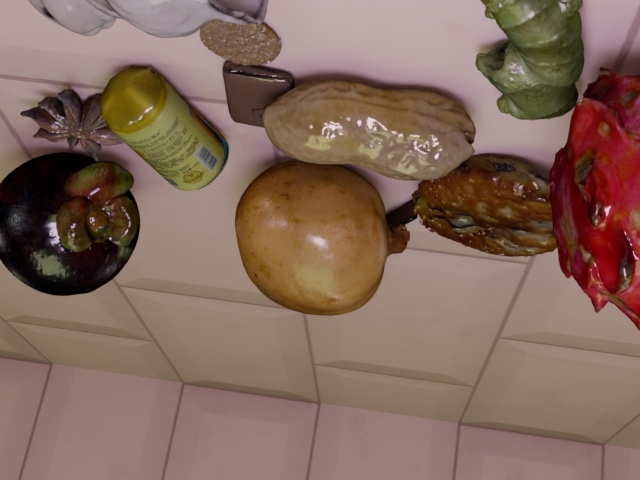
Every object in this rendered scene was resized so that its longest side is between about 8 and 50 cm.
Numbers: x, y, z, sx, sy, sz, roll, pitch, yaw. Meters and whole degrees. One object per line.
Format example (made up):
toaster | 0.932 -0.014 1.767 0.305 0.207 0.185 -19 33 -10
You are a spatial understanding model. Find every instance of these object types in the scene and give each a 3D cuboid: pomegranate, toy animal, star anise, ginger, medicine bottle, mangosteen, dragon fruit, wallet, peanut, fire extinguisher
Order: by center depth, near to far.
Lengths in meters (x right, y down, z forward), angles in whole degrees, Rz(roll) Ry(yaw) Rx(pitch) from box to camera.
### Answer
toy animal | -0.235 -0.329 1.081 0.357 0.194 0.258 3 168 35
dragon fruit | 0.419 -0.055 1.184 0.249 0.386 0.371 -9 180 12
ginger | 0.267 -0.240 1.191 0.137 0.089 0.290 23 165 17
peanut | 0.069 -0.163 1.376 0.313 0.149 0.149 6 157 -4
wallet | -0.092 -0.219 1.446 0.118 0.039 0.153 10 156 5
medicine bottle | -0.254 -0.181 1.499 0.124 0.124 0.239 -2 154 25
star anise | -0.401 -0.204 1.576 0.195 0.065 0.182 20 151 -26
pomegranate | -0.017 -0.006 1.632 0.307 0.307 0.307 8 157 3
mangosteen | -0.467 -0.034 1.731 0.288 0.288 0.288 8 157 3
fire extinguisher | 0.150 -0.042 1.776 0.049 0.035 0.173 -22 175 -33

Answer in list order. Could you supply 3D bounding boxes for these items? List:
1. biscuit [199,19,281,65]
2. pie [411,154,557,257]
biscuit | -0.114 -0.285 1.326 0.120 0.015 0.120 9 158 4
pie | 0.306 -0.054 1.609 0.308 0.085 0.308 12 160 4
